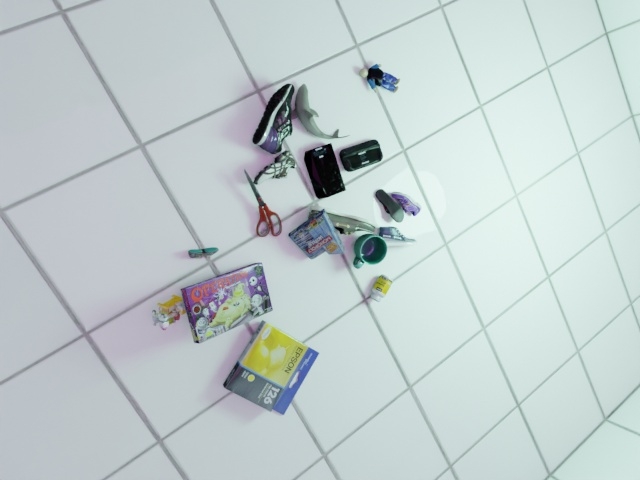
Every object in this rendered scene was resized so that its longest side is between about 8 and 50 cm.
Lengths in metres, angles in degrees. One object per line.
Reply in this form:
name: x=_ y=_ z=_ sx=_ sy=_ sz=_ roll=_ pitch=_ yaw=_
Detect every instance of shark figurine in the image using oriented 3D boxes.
shark figurine: x=-0.023 y=-0.487 z=1.825 sx=0.166 sy=0.116 sz=0.278 roll=-46 pitch=106 yaw=-12

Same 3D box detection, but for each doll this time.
doll: x=0.256 y=-0.706 z=1.961 sx=0.189 sy=0.046 sz=0.128 roll=14 pitch=86 yaw=-22

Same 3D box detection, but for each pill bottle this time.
pill bottle: x=0.271 y=0.215 z=2.002 sx=0.065 sy=0.065 sz=0.116 roll=34 pitch=80 yaw=-20

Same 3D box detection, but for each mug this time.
mug: x=0.199 y=0.038 z=1.943 sx=0.158 sy=0.097 sz=0.129 roll=-17 pitch=107 yaw=-16

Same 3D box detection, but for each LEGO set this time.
LEGO set: x=-0.499 y=0.271 z=1.676 sx=0.287 sy=0.132 sz=0.107 roll=-11 pitch=117 yaw=-46

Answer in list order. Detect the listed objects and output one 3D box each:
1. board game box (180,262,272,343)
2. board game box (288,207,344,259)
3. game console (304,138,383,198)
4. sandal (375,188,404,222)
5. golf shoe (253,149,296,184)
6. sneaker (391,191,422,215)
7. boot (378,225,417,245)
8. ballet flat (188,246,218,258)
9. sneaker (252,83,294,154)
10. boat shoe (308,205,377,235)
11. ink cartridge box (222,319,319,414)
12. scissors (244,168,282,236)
board game box: x=-0.343 y=0.227 z=1.694 sx=0.347 sy=0.056 sz=0.208 roll=-20 pitch=97 yaw=-44
board game box: x=0.000 y=0.000 z=1.828 sx=0.194 sy=0.060 sz=0.194 roll=-35 pitch=110 yaw=22
game console: x=0.114 y=-0.329 z=1.926 sx=0.362 sy=0.044 sz=0.213 roll=-22 pitch=102 yaw=-19
sandal: x=0.312 y=-0.156 z=2.019 sx=0.067 sy=0.040 sz=0.179 roll=-40 pitch=91 yaw=-20
golf shoe: x=-0.177 y=-0.273 z=1.791 sx=0.198 sy=0.077 sz=0.094 roll=-42 pitch=107 yaw=-14
sneaker: x=0.387 y=-0.165 z=2.032 sx=0.170 sy=0.068 sz=0.071 roll=32 pitch=88 yaw=-20
boot: x=0.352 y=-0.020 z=2.020 sx=0.190 sy=0.069 sz=0.085 roll=0 pitch=95 yaw=-20
ballet flat: x=-0.450 y=0.050 z=1.722 sx=0.115 sy=0.041 sz=0.041 roll=-5 pitch=94 yaw=-22
sneaker: x=-0.160 y=-0.482 z=1.790 sx=0.124 sy=0.107 sz=0.283 roll=29 pitch=86 yaw=-36
boat shoe: x=0.092 y=-0.071 z=1.896 sx=0.305 sy=0.109 sz=0.091 roll=14 pitch=88 yaw=-16
ink cartridge box: x=-0.188 y=0.530 z=1.832 sx=0.307 sy=0.072 sz=0.303 roll=34 pitch=80 yaw=-18
scissors: x=-0.227 y=-0.150 z=1.783 sx=0.109 sy=0.021 sz=0.296 roll=-15 pitch=108 yaw=-15
